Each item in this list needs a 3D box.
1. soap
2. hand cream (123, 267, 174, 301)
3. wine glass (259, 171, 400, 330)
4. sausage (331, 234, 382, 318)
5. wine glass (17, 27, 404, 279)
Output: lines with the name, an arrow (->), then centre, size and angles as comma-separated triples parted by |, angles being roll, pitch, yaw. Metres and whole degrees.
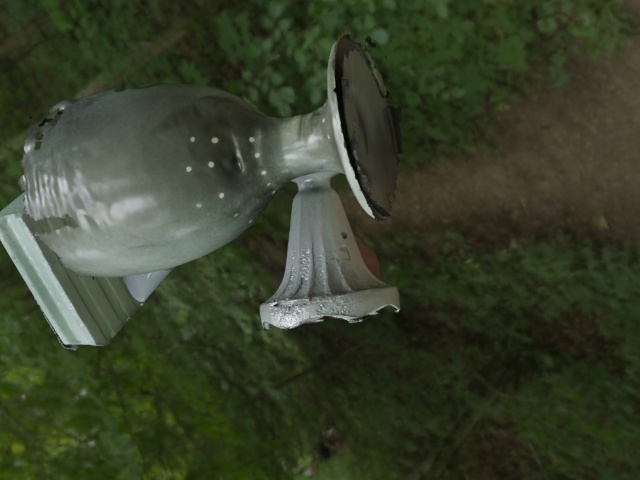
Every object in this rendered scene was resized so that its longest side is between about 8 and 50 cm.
soap -> -0.381, 0.036, 1.259 | 0.150, 0.094, 0.261 | -53, -49, -47
hand cream -> -0.213, 0.019, 1.022 | 0.255, 0.048, 0.079 | -31, 75, 61
wine glass -> 0.000, 0.000, 0.933 | 0.165, 0.165, 0.196 | 4, -102, -85
sausage -> 0.039, 0.063, 1.462 | 0.254, 0.148, 0.148 | -86, -29, -73
wine glass -> -0.105, -0.072, 0.769 | 0.190, 0.357, 0.190 | -8, -90, -68
